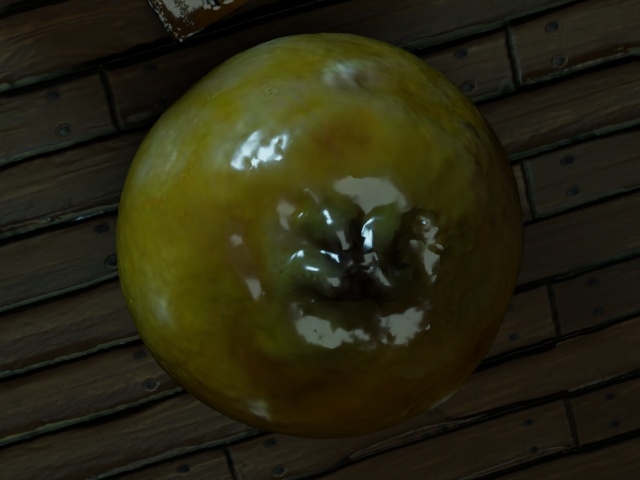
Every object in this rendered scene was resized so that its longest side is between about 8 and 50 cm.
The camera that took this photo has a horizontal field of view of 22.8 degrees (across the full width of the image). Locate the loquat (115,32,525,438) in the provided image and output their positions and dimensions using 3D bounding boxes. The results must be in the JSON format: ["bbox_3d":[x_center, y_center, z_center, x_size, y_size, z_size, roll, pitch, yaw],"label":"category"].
[{"bbox_3d":[0.000,0.000,1.236,0.329,0.328,0.328,-4,112,-10],"label":"loquat"}]

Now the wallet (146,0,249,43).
[{"bbox_3d":[-0.076,-0.265,1.257,0.195,0.042,0.161,-32,114,2],"label":"wallet"}]
